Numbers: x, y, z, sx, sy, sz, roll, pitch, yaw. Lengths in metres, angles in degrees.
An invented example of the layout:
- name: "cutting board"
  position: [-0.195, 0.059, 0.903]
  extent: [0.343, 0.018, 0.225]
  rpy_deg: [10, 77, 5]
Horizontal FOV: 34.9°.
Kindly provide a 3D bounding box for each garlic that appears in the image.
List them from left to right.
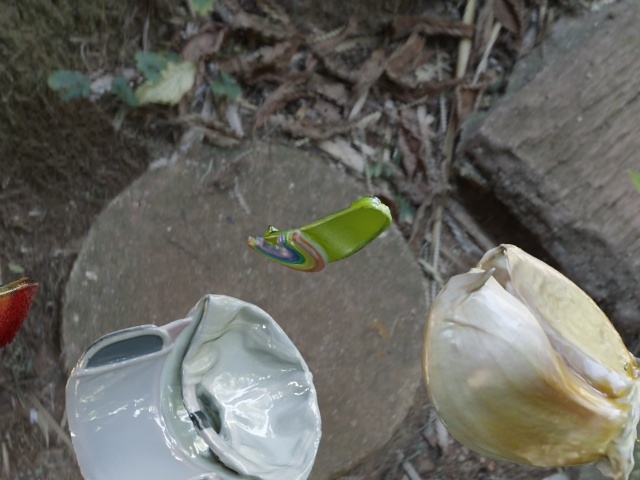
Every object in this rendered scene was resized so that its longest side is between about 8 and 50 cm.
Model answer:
- name: "garlic"
  position: [0.268, 0.147, 1.302]
  extent: [0.313, 0.249, 0.286]
  rpy_deg: [36, 71, -4]

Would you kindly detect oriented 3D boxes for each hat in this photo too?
- name: "hat"
  position: [-0.132, 0.184, 1.051]
  extent: [0.226, 0.164, 0.219]
  rpy_deg: [-21, 79, 18]

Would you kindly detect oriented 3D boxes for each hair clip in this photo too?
- name: "hair clip"
  position: [0.000, 0.000, 0.908]
  extent: [0.060, 0.188, 0.033]
  rpy_deg: [32, 63, -24]

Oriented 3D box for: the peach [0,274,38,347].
- name: "peach"
  position: [-0.304, 0.091, 0.780]
  extent: [0.189, 0.279, 0.068]
  rpy_deg: [-27, 95, 6]
